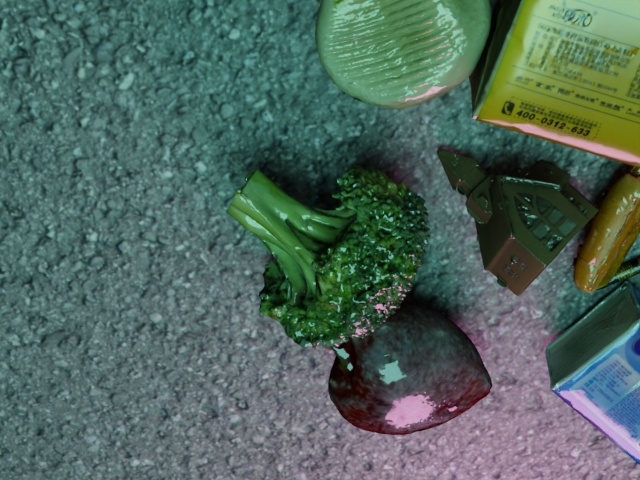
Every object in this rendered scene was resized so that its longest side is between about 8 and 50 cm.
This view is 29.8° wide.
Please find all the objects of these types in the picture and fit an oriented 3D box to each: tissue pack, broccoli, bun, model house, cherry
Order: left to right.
[{"bbox_3d":[0.021,0.000,1.860,0.302,0.249,0.375,57,149,4],"label":"broccoli"},{"bbox_3d":[0.140,0.212,1.985,0.300,0.203,0.230,11,115,-13],"label":"cherry"},{"bbox_3d":[0.125,-0.319,1.712,0.259,0.160,0.259,7,113,18],"label":"bun"},{"bbox_3d":[0.286,-0.072,1.864,0.248,0.181,0.176,44,73,8],"label":"model house"},{"bbox_3d":[0.427,-0.268,1.675,0.381,0.228,0.293,15,121,-6],"label":"tissue pack"},{"bbox_3d":[0.533,0.232,1.999,0.263,0.146,0.198,40,113,-16],"label":"tissue pack"}]

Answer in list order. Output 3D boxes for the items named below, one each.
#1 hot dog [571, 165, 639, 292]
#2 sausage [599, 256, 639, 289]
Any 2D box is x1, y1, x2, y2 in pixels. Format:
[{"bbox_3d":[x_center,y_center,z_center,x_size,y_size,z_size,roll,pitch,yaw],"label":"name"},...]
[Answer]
[{"bbox_3d":[0.462,-0.028,1.894,0.076,0.102,0.249,42,128,29],"label":"hot dog"},{"bbox_3d":[0.523,0.036,1.958,0.198,0.025,0.028,-26,117,17],"label":"sausage"}]
